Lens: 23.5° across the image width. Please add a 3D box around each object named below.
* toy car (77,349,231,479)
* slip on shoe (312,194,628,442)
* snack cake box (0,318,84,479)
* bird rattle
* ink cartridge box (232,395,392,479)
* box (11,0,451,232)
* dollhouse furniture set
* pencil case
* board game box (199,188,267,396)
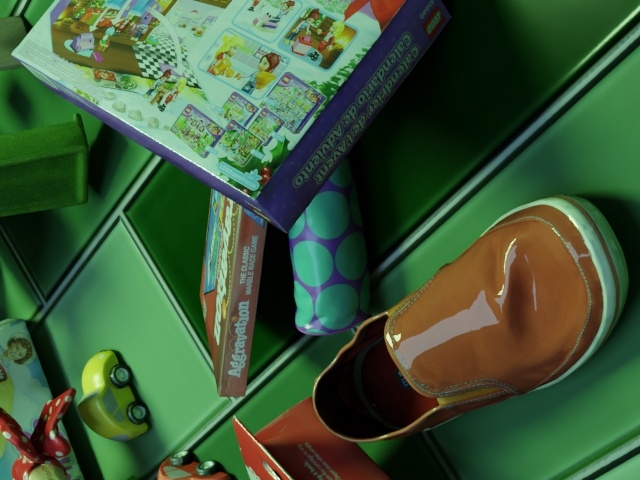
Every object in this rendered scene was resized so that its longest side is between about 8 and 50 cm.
[{"bbox_3d":[-0.194,0.259,1.606,0.239,0.053,0.225,43,136,27],"label":"toy car"},{"bbox_3d":[0.103,0.072,1.130,0.331,0.101,0.123,-38,76,49],"label":"slip on shoe"},{"bbox_3d":[-0.358,0.234,1.696,0.089,0.152,0.264,-7,104,66],"label":"snack cake box"},{"bbox_3d":[-0.280,0.285,1.572,0.253,0.143,0.207,50,145,22],"label":"bird rattle"},{"bbox_3d":[0.011,0.225,1.259,0.134,0.078,0.231,42,158,36],"label":"ink cartridge box"},{"bbox_3d":[-0.074,-0.153,1.154,0.293,0.201,0.057,32,171,37],"label":"box"},{"bbox_3d":[-0.337,-0.070,1.591,0.301,0.151,0.197,104,150,-55],"label":"dollhouse furniture set"},{"bbox_3d":[0.000,0.000,1.241,0.070,0.064,0.151,1,109,30],"label":"pencil case"},{"bbox_3d":[-0.070,-0.022,1.284,0.145,0.027,0.281,-108,22,-53],"label":"board game box"}]
